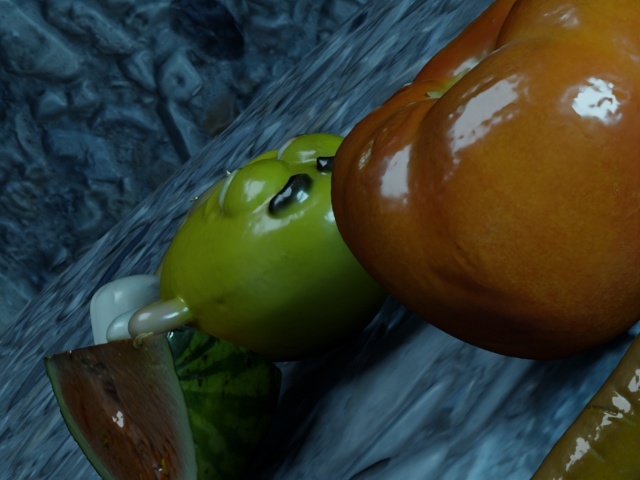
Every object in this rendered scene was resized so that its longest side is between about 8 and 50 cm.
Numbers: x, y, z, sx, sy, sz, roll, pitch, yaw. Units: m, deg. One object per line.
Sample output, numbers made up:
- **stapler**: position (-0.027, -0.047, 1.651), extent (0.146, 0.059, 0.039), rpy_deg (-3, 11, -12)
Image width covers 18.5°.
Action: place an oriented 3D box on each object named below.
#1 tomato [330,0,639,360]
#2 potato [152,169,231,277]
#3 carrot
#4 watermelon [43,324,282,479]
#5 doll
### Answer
- **tomato**: position (0.131, -0.045, 1.111), extent (0.260, 0.180, 0.260), rpy_deg (-43, 13, 12)
- **potato**: position (-0.097, 0.022, 1.937), extent (0.235, 0.128, 0.161), rpy_deg (-49, 5, 16)
- **carrot**: position (0.146, 0.091, 0.900), extent (0.336, 0.069, 0.069), rpy_deg (-52, 9, 8)
- **watermelon**: position (-0.099, 0.130, 1.537), extent (0.128, 0.159, 0.303), rpy_deg (-26, 4, -24)
- **doll**: position (-0.029, 0.017, 1.617), extent (0.423, 0.161, 0.348), rpy_deg (-30, -1, 33)
